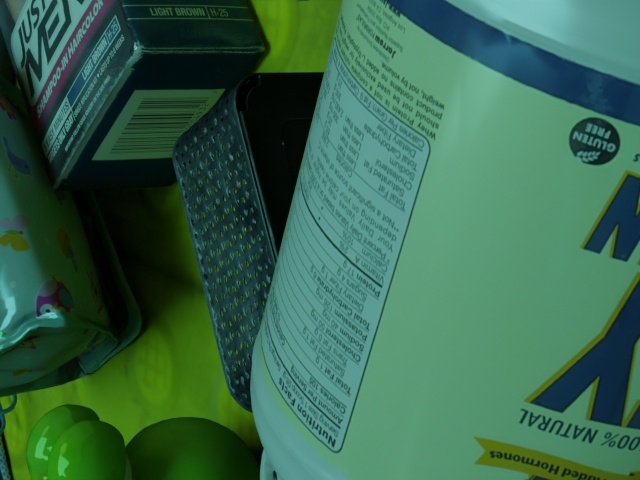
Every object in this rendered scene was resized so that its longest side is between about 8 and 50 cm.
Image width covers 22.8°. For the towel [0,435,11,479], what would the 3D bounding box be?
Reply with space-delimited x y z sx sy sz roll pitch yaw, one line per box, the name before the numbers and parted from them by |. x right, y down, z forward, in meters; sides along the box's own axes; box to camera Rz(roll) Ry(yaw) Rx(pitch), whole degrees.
towel | -0.374 0.321 1.580 0.336 0.040 0.243 -33 68 52

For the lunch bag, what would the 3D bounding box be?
lunch bag | -0.246 0.000 1.218 0.262 0.160 0.223 40 -153 -78

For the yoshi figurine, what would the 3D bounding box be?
yoshi figurine | -0.106 0.273 1.104 0.203 0.203 0.362 4 112 22

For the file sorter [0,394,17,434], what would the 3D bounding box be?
file sorter | -0.315 0.089 1.389 0.170 0.118 0.104 -58 44 41

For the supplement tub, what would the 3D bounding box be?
supplement tub | 0.101 0.010 0.677 0.235 0.235 0.325 44 130 44

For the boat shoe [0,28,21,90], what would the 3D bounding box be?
boat shoe | -0.302 -0.103 1.390 0.095 0.079 0.255 32 120 48

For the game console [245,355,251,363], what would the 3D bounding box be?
game console | 0.005 0.116 1.030 0.107 0.071 0.122 -40 57 15

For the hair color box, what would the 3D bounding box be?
hair color box | -0.172 -0.226 1.167 0.174 0.105 0.347 -49 54 46

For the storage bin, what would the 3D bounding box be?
storage bin | 0.000 0.000 0.925 0.084 0.122 0.180 -33 67 53
